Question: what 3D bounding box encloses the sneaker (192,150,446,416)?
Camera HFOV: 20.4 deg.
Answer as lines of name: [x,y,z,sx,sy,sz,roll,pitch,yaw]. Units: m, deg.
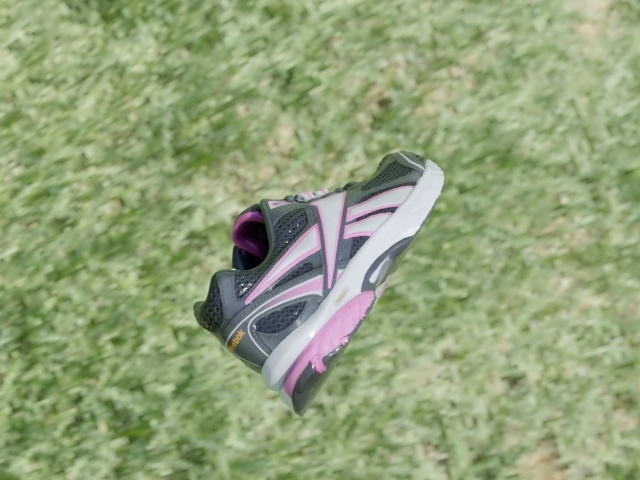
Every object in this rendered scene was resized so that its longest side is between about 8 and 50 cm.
sneaker: [0.000,0.000,0.841,0.077,0.072,0.178,33,35,3]
